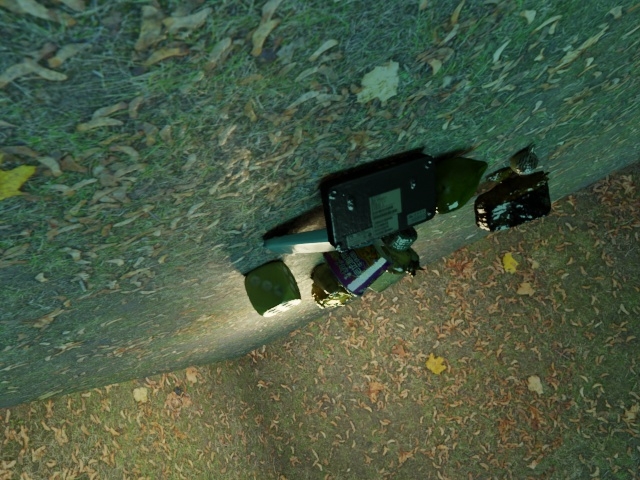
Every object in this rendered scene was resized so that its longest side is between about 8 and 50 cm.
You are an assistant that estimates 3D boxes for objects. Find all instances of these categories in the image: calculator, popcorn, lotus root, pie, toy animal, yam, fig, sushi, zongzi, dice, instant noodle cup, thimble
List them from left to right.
[{"bbox_3d":[-0.184,0.189,1.760,0.166,0.169,0.169,-27,164,7],"label":"dice"},{"bbox_3d":[0.000,0.000,1.479,0.387,0.054,0.256,-6,171,7],"label":"calculator"},{"bbox_3d":[0.014,0.206,2.133,0.079,0.160,0.176,-22,163,-26],"label":"zongzi"},{"bbox_3d":[0.072,0.243,2.292,0.251,0.189,0.250,-15,170,-3],"label":"popcorn"},{"bbox_3d":[0.158,0.067,1.784,0.190,0.251,0.251,-39,160,18],"label":"instant noodle cup"},{"bbox_3d":[0.329,0.105,2.216,0.271,0.203,0.201,-39,-158,43],"label":"yam"},{"bbox_3d":[0.331,0.078,2.021,0.154,0.278,0.153,-90,-154,-84],"label":"lotus root"},{"bbox_3d":[0.343,-0.021,1.944,0.135,0.118,0.090,6,134,-32],"label":"thimble"},{"bbox_3d":[0.423,-0.196,1.449,0.233,0.167,0.167,-51,160,7],"label":"fig"},{"bbox_3d":[0.773,-0.277,1.920,0.191,0.033,0.088,-9,151,-47],"label":"pie"},{"bbox_3d":[0.842,-0.177,2.026,0.349,0.207,0.234,-22,-156,-7],"label":"sushi"},{"bbox_3d":[0.804,-0.304,1.755,0.098,0.098,0.137,-17,162,-25],"label":"toy animal"}]

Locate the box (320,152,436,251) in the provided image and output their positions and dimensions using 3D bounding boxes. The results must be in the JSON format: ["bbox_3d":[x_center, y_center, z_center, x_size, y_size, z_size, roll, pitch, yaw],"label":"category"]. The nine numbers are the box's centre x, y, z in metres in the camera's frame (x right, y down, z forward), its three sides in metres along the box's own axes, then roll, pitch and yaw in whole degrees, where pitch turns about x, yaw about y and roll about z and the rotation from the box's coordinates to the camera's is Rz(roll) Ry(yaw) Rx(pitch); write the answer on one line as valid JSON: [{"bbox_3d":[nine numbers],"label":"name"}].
[{"bbox_3d":[0.175,-0.113,1.296,0.351,0.058,0.211,-20,121,-18],"label":"box"}]
